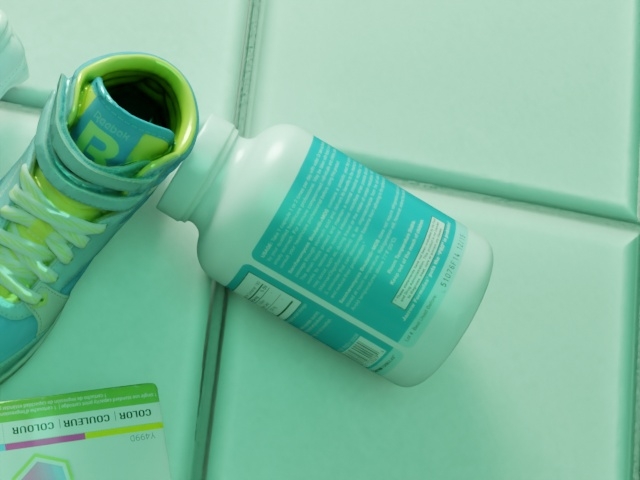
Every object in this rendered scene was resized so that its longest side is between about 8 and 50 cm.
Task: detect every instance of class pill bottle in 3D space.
[{"bbox_3d":[0.000,0.000,1.158,0.264,0.146,0.146,31,69,-7],"label":"pill bottle"}]

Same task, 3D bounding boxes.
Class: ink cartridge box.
[{"bbox_3d":[-0.202,0.250,1.049,0.188,0.097,0.255,-5,77,-25],"label":"ink cartridge box"}]

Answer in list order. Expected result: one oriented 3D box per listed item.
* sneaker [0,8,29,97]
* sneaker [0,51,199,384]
[{"bbox_3d":[-0.320,-0.093,1.125,0.212,0.094,0.080,-42,55,-14],"label":"sneaker"},{"bbox_3d":[-0.210,-0.022,1.066,0.127,0.208,0.319,35,69,-9],"label":"sneaker"}]
